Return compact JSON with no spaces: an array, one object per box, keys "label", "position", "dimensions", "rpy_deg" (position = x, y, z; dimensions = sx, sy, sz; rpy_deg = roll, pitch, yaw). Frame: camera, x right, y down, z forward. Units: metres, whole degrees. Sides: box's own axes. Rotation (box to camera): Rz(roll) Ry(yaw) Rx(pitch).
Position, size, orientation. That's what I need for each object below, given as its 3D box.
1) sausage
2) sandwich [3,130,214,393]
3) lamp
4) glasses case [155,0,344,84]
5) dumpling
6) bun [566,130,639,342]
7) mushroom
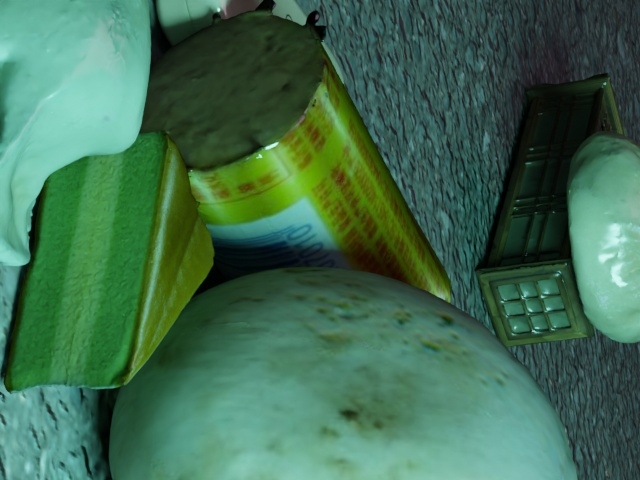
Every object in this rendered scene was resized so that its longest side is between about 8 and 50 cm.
[{"label":"sausage","position":[0.001,-0.002,1.071],"dimensions":[0.125,0.117,0.317],"rpy_deg":[-53,143,-16]},{"label":"sandwich","position":[-0.108,0.009,0.848],"dimensions":[0.116,0.074,0.074],"rpy_deg":[-60,139,-56]},{"label":"lamp","position":[0.221,-0.034,1.682],"dimensions":[0.325,0.089,0.090],"rpy_deg":[-68,144,-51]},{"label":"glasses case","position":[-0.039,-0.116,1.099],"dimensions":[0.196,0.050,0.083],"rpy_deg":[48,42,-56]},{"label":"dumpling","position":[-0.117,-0.086,0.811],"dimensions":[0.152,0.108,0.219],"rpy_deg":[51,39,-53]},{"label":"bun","position":[0.273,-0.008,1.545],"dimensions":[0.183,0.102,0.183],"rpy_deg":[-7,90,-72]},{"label":"mushroom","position":[0.001,0.140,0.944],"dimensions":[0.243,0.243,0.243],"rpy_deg":[-8,90,-69]}]
